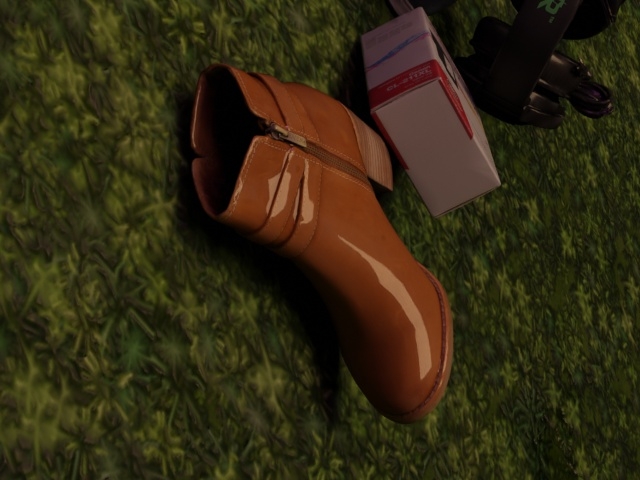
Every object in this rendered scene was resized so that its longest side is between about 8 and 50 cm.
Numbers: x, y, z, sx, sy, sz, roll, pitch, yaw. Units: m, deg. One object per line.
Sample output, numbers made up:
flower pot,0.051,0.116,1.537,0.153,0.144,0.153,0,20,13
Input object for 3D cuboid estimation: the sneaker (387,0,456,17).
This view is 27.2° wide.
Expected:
sneaker,0.104,-0.331,1.308,0.226,0.163,0.086,49,41,-33

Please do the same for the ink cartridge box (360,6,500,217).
ink cartridge box,0.099,-0.124,1.238,0.127,0.072,0.175,56,15,-27

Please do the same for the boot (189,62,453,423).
boot,0.000,0.000,1.040,0.220,0.109,0.283,20,58,-55

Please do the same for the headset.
headset,0.260,-0.215,1.388,0.243,0.185,0.394,-61,176,-6
